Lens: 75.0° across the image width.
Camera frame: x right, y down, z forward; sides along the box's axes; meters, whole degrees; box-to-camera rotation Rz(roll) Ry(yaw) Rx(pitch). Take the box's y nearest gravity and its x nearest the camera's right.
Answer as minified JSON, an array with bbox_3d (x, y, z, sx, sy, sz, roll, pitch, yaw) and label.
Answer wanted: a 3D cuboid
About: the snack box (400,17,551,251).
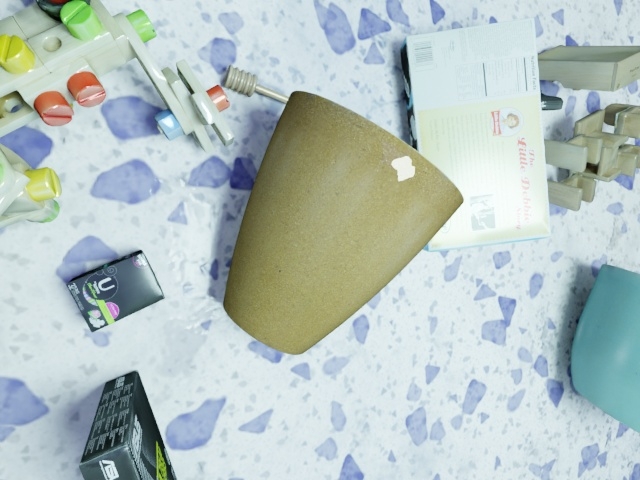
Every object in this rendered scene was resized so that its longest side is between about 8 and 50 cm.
[{"bbox_3d":[0.235,-0.152,0.637,0.187,0.060,0.322,-7,95,3],"label":"snack box"}]

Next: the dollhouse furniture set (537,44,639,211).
[{"bbox_3d":[0.463,-0.211,0.754,0.212,0.161,0.242,-27,124,-20],"label":"dollhouse furniture set"}]

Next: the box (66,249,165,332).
[{"bbox_3d":[-0.233,0.055,0.481,0.083,0.052,0.062,-25,103,-22],"label":"box"}]

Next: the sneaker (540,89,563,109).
[{"bbox_3d":[0.310,-0.264,0.677,0.170,0.051,0.089,11,107,14],"label":"sneaker"}]

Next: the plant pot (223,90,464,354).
[{"bbox_3d":[0.000,0.000,0.503,0.237,0.237,0.254,30,93,-21],"label":"plant pot"}]

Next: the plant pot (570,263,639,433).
[{"bbox_3d":[0.594,0.211,0.729,0.293,0.293,0.235,21,98,-23],"label":"plant pot"}]

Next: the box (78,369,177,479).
[{"bbox_3d":[-0.184,0.254,0.434,0.045,0.190,0.184,-16,97,-20],"label":"box"}]

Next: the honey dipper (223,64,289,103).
[{"bbox_3d":[-0.050,-0.194,0.567,0.160,0.030,0.030,13,87,-26],"label":"honey dipper"}]

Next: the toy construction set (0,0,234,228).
[{"bbox_3d":[-0.252,-0.128,0.414,0.327,0.151,0.215,-32,79,-27],"label":"toy construction set"}]
